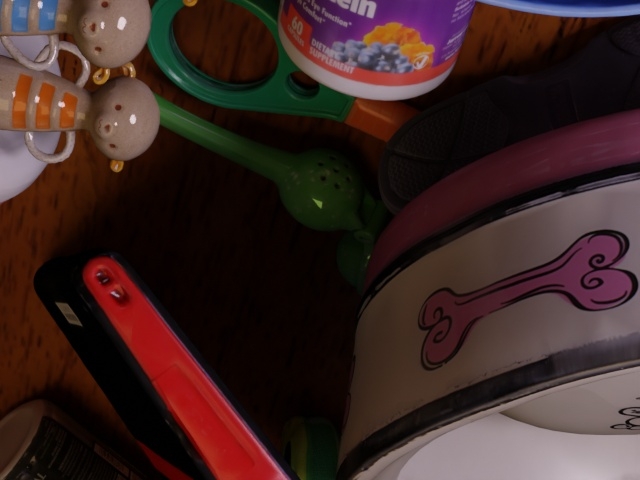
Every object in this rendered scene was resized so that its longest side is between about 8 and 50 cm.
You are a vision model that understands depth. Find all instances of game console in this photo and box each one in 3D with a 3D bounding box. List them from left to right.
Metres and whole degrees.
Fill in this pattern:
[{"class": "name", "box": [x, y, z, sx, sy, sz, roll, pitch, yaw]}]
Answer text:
[{"class": "game console", "box": [-0.063, 0.147, 1.049, 0.342, 0.060, 0.386, 57, 167, -6]}]

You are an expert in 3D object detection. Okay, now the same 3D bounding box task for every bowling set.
[{"class": "bowling set", "box": [-0.125, -0.156, 0.824, 0.154, 0.200, 0.287, 13, 108, 2]}]

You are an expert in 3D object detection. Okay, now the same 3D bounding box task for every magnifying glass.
[{"class": "magnifying glass", "box": [-0.001, -0.098, 1.022, 0.231, 0.026, 0.092, 26, 135, -4]}]

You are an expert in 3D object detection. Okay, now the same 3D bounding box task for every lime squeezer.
[{"class": "lime squeezer", "box": [0.000, 0.000, 1.083, 0.110, 0.058, 0.310, -24, 125, 28]}]

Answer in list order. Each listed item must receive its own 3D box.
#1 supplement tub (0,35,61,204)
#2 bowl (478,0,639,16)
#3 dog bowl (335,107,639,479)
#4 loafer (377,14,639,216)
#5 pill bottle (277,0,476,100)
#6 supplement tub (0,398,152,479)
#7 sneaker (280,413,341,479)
[{"class": "supplement tub", "box": [-0.313, -0.064, 1.039, 0.272, 0.191, 0.191, -29, 118, 36]}, {"class": "bowl", "box": [0.121, -0.291, 0.685, 0.391, 0.077, 0.391, 2, 117, 4]}, {"class": "dog bowl", "box": [0.203, 0.062, 0.919, 0.408, 0.150, 0.408, -5, 156, -2]}, {"class": "loafer", "box": [0.184, -0.063, 0.946, 0.303, 0.109, 0.095, -16, 146, 26]}, {"class": "pill bottle", "box": [0.044, -0.179, 0.868, 0.108, 0.108, 0.193, 17, 135, 2]}, {"class": "supplement tub", "box": [-0.194, 0.227, 1.326, 0.117, 0.117, 0.190, -30, 117, 37]}, {"class": "sneaker", "box": [0.060, 0.237, 1.279, 0.124, 0.109, 0.295, -28, 119, 7]}]
